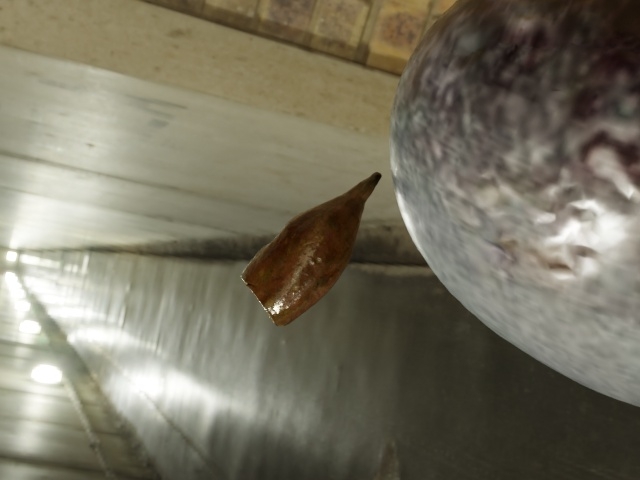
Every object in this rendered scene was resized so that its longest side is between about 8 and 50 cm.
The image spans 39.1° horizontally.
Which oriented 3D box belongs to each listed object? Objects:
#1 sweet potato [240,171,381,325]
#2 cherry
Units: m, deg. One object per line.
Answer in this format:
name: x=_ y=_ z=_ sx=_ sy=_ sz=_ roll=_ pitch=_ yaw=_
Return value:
sweet potato: x=0.000 y=0.000 z=0.556 sx=0.117 sy=0.049 sz=0.049 roll=-48 pitch=17 yaw=-12
cherry: x=0.175 y=-0.034 z=0.497 sx=0.218 sy=0.296 sz=0.255 roll=-52 pitch=-36 yaw=-26
